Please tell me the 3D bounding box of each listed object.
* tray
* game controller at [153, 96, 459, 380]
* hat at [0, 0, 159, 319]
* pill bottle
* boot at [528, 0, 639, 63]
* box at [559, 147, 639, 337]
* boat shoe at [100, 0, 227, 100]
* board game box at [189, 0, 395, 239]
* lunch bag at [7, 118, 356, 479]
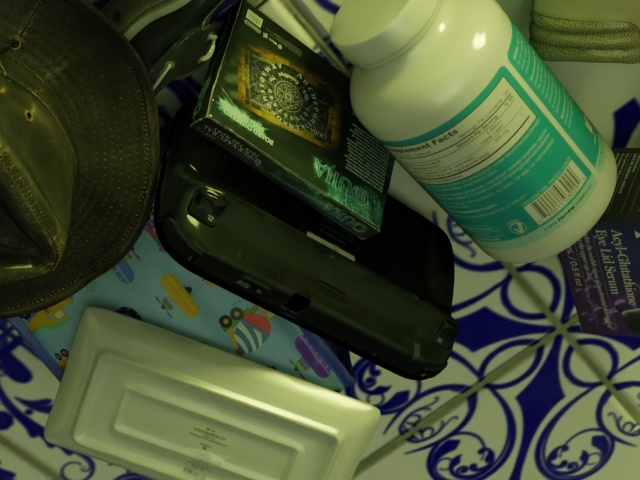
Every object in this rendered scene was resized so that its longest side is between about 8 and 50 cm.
[{"bbox_3d":[-0.097,0.165,0.969,0.270,0.030,0.145,21,111,-4],"label":"tray"},{"bbox_3d":[0.000,0.000,0.963,0.319,0.166,0.067,30,132,-31],"label":"game controller"},{"bbox_3d":[-0.254,-0.044,0.776,0.331,0.134,0.331,-11,122,-18],"label":"hat"},{"bbox_3d":[0.124,-0.108,0.932,0.146,0.146,0.264,-38,122,13],"label":"pill bottle"},{"bbox_3d":[0.289,-0.254,0.904,0.262,0.095,0.203,-13,124,-3],"label":"boot"},{"bbox_3d":[0.334,0.004,1.019,0.207,0.108,0.153,2,133,34],"label":"box"},{"bbox_3d":[-0.118,-0.169,0.880,0.233,0.084,0.079,-39,131,17],"label":"boat shoe"},{"bbox_3d":[-0.014,-0.098,0.924,0.186,0.126,0.026,33,144,-28],"label":"board game box"},{"bbox_3d":[-0.143,0.052,1.000,0.221,0.138,0.293,-33,115,12],"label":"lunch bag"}]
